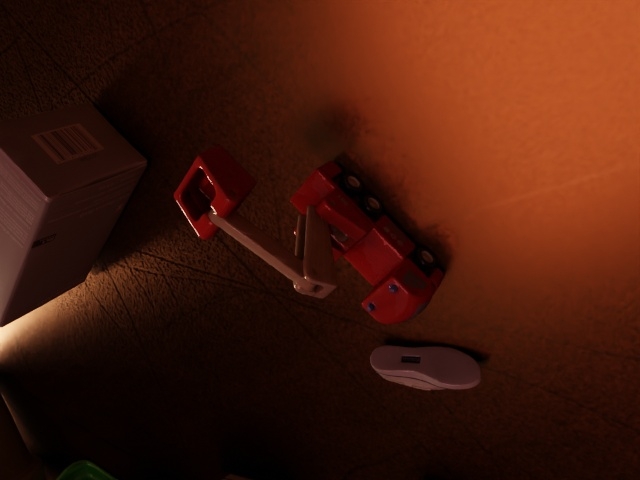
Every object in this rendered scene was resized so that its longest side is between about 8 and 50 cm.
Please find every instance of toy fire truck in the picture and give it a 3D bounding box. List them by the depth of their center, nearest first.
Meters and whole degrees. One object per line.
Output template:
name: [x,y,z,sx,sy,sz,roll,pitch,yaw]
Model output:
toy fire truck: [0.000,0.000,0.415,0.192,0.135,0.047,46,128,3]

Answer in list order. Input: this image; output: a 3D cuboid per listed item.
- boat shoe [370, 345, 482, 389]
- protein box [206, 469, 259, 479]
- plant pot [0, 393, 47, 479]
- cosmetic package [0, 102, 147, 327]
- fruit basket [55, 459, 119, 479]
boat shoe: [0.095,0.118,0.488,0.100,0.035,0.035,-1,140,27]
protein box: [-0.123,0.415,0.625,0.136,0.201,0.200,-1,94,31]
plant pot: [-0.620,0.356,0.913,0.263,0.263,0.229,-10,91,34]
cosmetic package: [-0.300,-0.023,0.588,0.107,0.127,0.238,44,129,5]
fruit basket: [-0.317,0.494,0.757,0.392,0.283,0.392,21,138,21]
